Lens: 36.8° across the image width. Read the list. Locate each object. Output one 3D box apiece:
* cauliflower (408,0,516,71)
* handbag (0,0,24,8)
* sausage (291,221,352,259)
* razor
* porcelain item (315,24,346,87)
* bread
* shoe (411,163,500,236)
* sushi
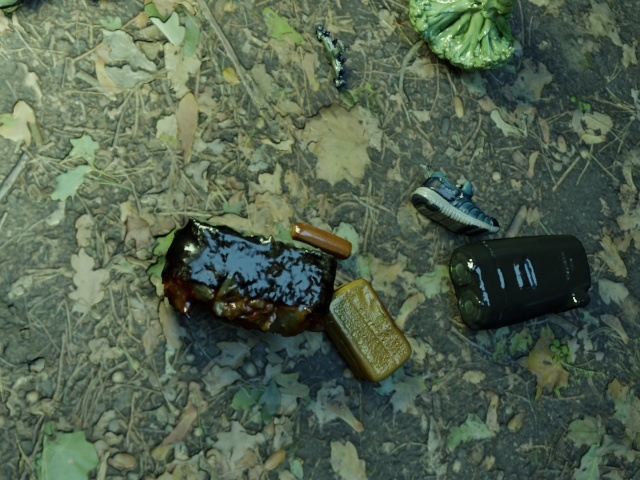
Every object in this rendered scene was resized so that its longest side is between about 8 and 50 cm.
[{"bbox_3d":[0.332,-0.522,2.069,0.275,0.250,0.272,27,70,-24],"label":"cauliflower"},{"bbox_3d":[-0.554,-0.476,1.734,0.115,0.072,0.139,39,78,-15],"label":"handbag"},{"bbox_3d":[0.000,0.000,1.906,0.131,0.041,0.039,22,67,-20],"label":"sausage"},{"bbox_3d":[0.428,0.083,2.059,0.327,0.107,0.189,-7,81,-28],"label":"razor"},{"bbox_3d":[0.032,-0.389,1.989,0.021,0.075,0.136,-19,88,-27],"label":"porcelain item"},{"bbox_3d":[0.083,0.178,1.887,0.116,0.077,0.200,-37,98,-29],"label":"bread"},{"bbox_3d":[0.296,-0.078,2.039,0.207,0.091,0.106,32,72,-13],"label":"shoe"},{"bbox_3d":[-0.121,0.072,1.764,0.343,0.196,0.182,17,90,-17],"label":"sushi"}]
